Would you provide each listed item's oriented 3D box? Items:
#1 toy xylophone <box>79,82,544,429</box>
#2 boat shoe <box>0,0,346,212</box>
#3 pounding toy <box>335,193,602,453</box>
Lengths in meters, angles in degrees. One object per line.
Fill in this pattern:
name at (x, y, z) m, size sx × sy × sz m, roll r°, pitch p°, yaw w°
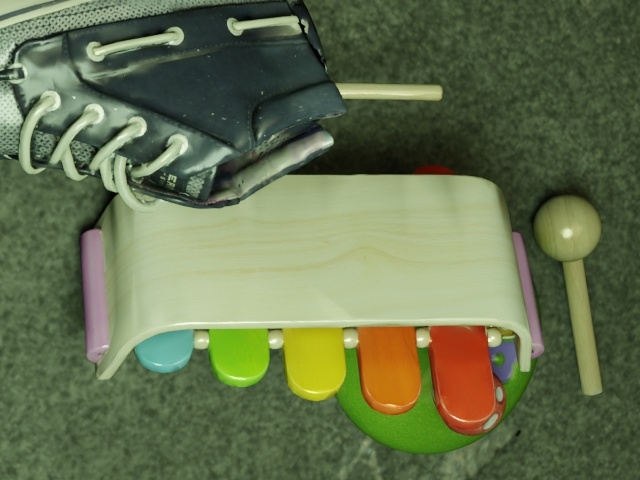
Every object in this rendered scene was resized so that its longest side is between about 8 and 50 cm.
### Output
toy xylophone at (0.000, 0.000, 1.276) m, size 0.323 × 0.081 × 0.236 m, roll 7°, pitch 57°, yaw -7°
boat shoe at (-0.144, -0.080, 1.179) m, size 0.340 × 0.127 × 0.158 m, roll -23°, pitch 69°, yaw -20°
pounding toy at (0.129, 0.069, 1.385) m, size 0.237 × 0.110 × 0.183 m, roll -15°, pitch 103°, yaw -25°
